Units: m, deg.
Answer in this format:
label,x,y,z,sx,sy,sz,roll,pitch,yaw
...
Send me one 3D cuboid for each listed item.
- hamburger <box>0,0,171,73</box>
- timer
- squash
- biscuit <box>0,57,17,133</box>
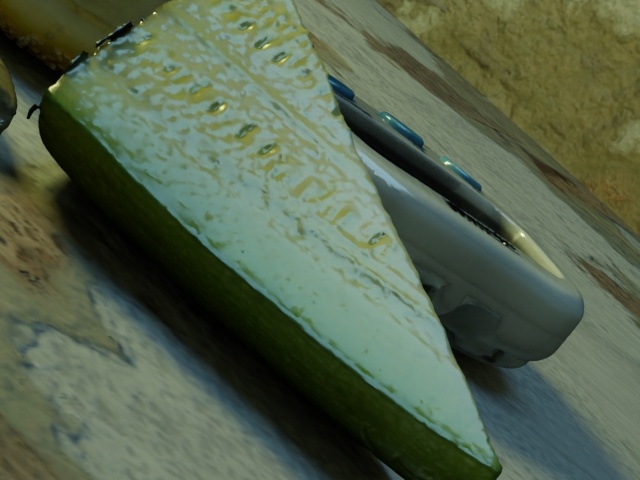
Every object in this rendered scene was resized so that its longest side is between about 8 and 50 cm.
label,x,y,z,sx,sy,sz,roll,pitch,yaw
hamburger,-0.145,-0.162,1.148,0.173,0.116,0.210,46,7,-1
timer,0.049,-0.021,1.264,0.262,0.087,0.237,32,13,-30
squash,0.000,0.000,0.958,0.289,0.111,0.203,38,45,8
biscuit,-0.263,-0.163,0.947,0.290,0.038,0.141,38,12,-9
